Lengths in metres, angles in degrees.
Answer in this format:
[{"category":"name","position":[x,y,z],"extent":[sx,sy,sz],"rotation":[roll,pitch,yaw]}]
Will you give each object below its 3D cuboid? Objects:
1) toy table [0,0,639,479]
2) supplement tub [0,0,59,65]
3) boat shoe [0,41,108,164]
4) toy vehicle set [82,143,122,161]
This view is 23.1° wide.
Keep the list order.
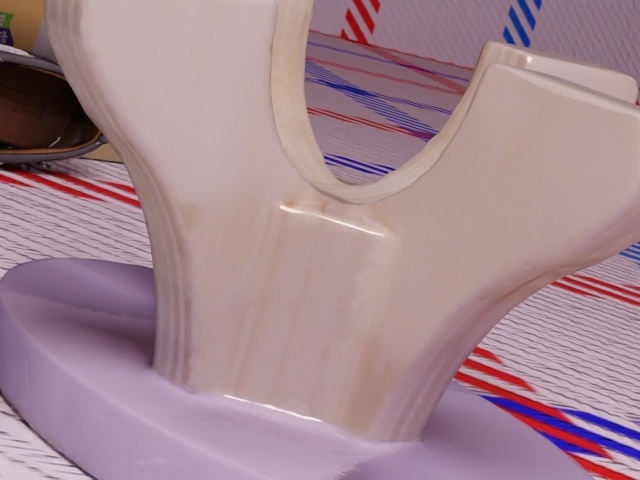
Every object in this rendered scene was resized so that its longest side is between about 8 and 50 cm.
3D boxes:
[{"category":"toy table","position":[0.000,0.000,0.540],"extent":[0.274,0.161,0.252],"rotation":[23,14,35]},{"category":"supplement tub","position":[-0.250,-0.248,1.060],"extent":[0.331,0.241,0.241],"rotation":[11,11,-18]},{"category":"boat shoe","position":[-0.223,-0.088,0.892],"extent":[0.233,0.084,0.079],"rotation":[8,11,-44]},{"category":"toy vehicle set","position":[-0.252,-0.100,1.041],"extent":[0.266,0.035,0.166],"rotation":[5,14,-42]}]
